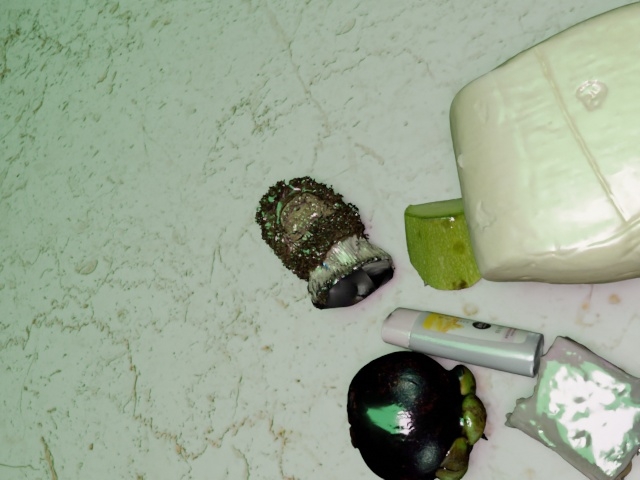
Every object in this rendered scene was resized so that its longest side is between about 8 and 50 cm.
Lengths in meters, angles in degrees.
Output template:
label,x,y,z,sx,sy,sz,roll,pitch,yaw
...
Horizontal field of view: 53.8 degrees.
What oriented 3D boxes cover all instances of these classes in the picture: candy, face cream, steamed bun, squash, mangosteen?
label,x,y,z,sx,sy,sz,roll,pitch,yaw
candy,0.411,0.268,0.974,0.195,0.137,0.184,33,93,30
face cream,0.247,0.175,1.111,0.270,0.107,0.073,8,102,30
steamed bun,0.451,-0.122,0.976,0.456,0.290,0.370,-17,74,27
squash,0.236,-0.003,1.176,0.192,0.085,0.184,-9,71,28
mangosteen,0.162,0.299,1.067,0.243,0.243,0.242,-8,72,27

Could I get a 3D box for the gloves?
label,x,y,z,sx,sy,sz,roll,pitch,yaw
gloves,-0.006,0.000,1.279,0.210,0.135,0.312,-39,61,14
